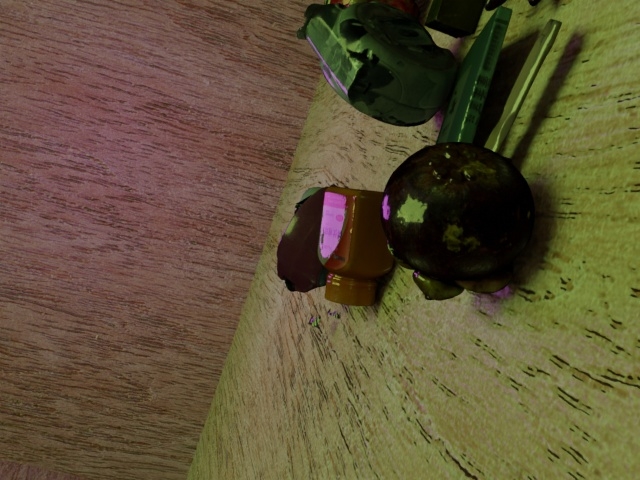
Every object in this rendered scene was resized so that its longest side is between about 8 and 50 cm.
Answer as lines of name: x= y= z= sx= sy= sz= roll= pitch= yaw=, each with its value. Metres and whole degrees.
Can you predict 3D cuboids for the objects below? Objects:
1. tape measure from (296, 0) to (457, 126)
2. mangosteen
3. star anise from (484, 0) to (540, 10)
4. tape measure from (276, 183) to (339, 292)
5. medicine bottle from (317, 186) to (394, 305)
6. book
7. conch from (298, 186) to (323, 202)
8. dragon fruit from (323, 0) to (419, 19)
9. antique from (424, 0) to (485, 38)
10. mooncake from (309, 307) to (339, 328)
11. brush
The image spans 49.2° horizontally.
tape measure: x=0.124 y=-0.337 z=1.316 sx=0.147 sy=0.275 sz=0.256 roll=-58 pitch=48 yaw=38
mangosteen: x=0.169 y=-0.013 z=0.891 sx=0.192 sy=0.192 sz=0.217 roll=-86 pitch=-5 yaw=-51
star anise: x=0.317 y=-0.456 z=1.018 sx=0.272 sy=0.103 sz=0.272 roll=-5 pitch=84 yaw=52
tape measure: x=0.000 y=0.000 z=1.570 sx=0.231 sy=0.149 sz=0.245 roll=-30 pitch=-29 yaw=-55
medicine bottle: x=0.070 y=0.010 z=1.371 sx=0.149 sy=0.112 sz=0.222 roll=17 pitch=101 yaw=63
book: x=0.210 y=-0.156 z=1.127 sx=0.264 sy=0.031 sz=0.379 roll=118 pitch=171 yaw=-88
conch: x=-0.010 y=-0.053 z=1.908 sx=0.221 sy=0.121 sz=0.185 roll=-104 pitch=29 yaw=-82
dragon fruit: x=0.137 y=-0.575 z=1.758 sx=0.231 sy=0.237 sz=0.302 roll=10 pitch=70 yaw=58
antique: x=0.278 y=-0.504 z=1.322 sx=0.080 sy=0.081 sz=0.220 roll=-133 pitch=61 yaw=-76
mooncake: x=0.069 y=0.074 z=1.539 sx=0.346 sy=0.057 sz=0.150 roll=-61 pitch=2 yaw=19
brush: x=0.255 y=-0.139 z=0.951 sx=0.060 sy=0.050 sz=0.321 roll=-64 pitch=-4 yaw=-68
